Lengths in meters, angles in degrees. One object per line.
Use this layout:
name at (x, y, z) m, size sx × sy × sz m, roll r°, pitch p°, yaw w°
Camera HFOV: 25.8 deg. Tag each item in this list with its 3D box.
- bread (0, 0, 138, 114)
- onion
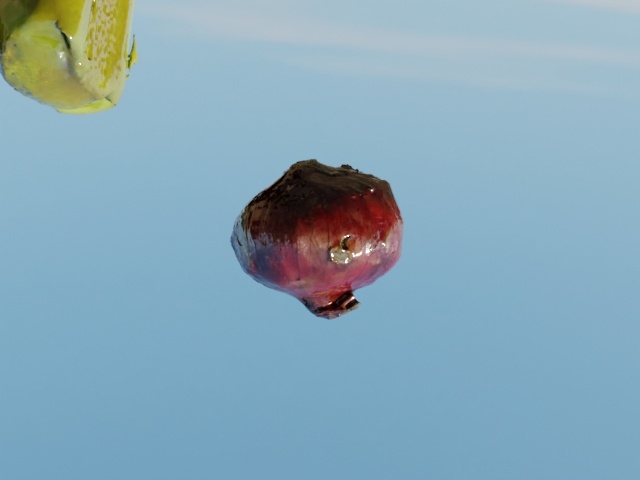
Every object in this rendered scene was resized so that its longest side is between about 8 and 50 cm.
bread at (-0.221, -0.293, 1.217) m, size 0.112 × 0.383 × 0.166 m, roll -2°, pitch 160°, yaw 12°
onion at (0.000, 0.000, 0.850) m, size 0.107 × 0.097 × 0.107 m, roll -10°, pitch 171°, yaw -2°
